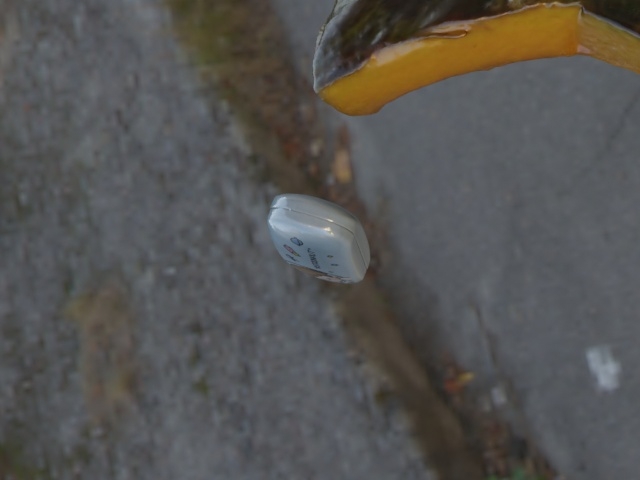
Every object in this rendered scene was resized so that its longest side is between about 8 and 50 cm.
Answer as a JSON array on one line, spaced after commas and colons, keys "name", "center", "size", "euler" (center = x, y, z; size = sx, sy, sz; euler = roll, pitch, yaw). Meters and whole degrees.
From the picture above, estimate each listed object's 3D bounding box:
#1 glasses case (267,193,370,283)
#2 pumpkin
[{"name": "glasses case", "center": [0.000, 0.000, 1.413], "size": [0.178, 0.067, 0.045], "euler": [64, -137, -77]}, {"name": "pumpkin", "center": [0.151, -0.170, 1.017], "size": [0.290, 0.258, 0.095], "euler": [-71, -14, -45]}]
